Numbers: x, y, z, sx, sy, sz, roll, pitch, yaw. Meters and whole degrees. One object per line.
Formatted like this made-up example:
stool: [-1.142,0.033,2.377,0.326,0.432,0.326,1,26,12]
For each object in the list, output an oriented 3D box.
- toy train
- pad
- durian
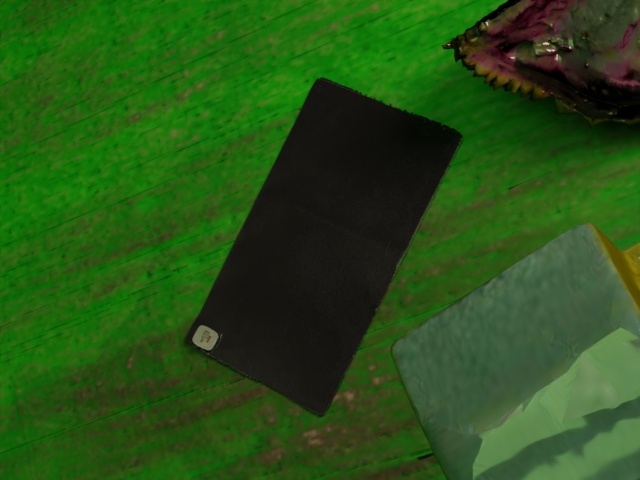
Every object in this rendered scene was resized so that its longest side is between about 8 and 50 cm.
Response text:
toy train: [0.239,0.027,0.695,0.369,0.237,0.150,-34,60,14]
pad: [0.000,0.000,0.961,0.116,0.004,0.193,26,87,30]
durian: [0.174,-0.120,0.871,0.186,0.119,0.108,-29,101,29]
